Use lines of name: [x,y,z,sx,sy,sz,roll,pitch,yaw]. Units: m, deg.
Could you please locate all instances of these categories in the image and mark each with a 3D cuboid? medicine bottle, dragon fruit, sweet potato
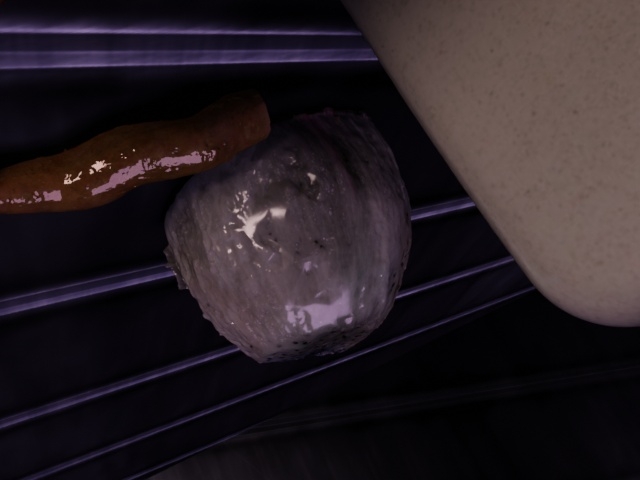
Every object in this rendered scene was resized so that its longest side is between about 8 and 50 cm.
medicine bottle: [0.146,-0.155,0.381,0.123,0.375,0.282,1,143,-47]
dragon fruit: [0.000,0.000,0.780,0.282,0.221,0.204,-7,155,-42]
sweet potato: [-0.174,-0.066,0.601,0.281,0.067,0.059,-22,117,-19]

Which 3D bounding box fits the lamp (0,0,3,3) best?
lamp: [-0.127,-0.183,0.219,0.273,0.177,0.177,-30,162,28]
